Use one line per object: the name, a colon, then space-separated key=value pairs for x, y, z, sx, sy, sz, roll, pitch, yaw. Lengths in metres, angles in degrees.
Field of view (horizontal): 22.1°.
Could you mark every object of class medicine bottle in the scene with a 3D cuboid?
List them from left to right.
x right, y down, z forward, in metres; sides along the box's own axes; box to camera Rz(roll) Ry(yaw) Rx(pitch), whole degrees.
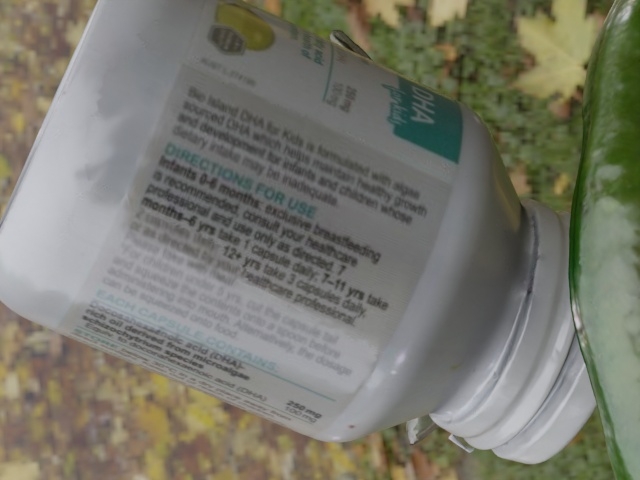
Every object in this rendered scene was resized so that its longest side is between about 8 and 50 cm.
medicine bottle: x=0.000 y=0.000 z=0.596 sx=0.135 sy=0.215 sz=0.135 roll=-157 pitch=90 yaw=-79

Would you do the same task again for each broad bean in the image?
broad bean: x=0.131 y=-0.002 z=0.476 sx=0.049 sy=0.144 sz=0.292 roll=-21 pitch=66 yaw=56

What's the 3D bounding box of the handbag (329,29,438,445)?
handbag: x=0.048 y=0.000 z=1.142 sx=0.270 sy=0.117 sz=0.182 roll=44 pitch=89 yaw=11
